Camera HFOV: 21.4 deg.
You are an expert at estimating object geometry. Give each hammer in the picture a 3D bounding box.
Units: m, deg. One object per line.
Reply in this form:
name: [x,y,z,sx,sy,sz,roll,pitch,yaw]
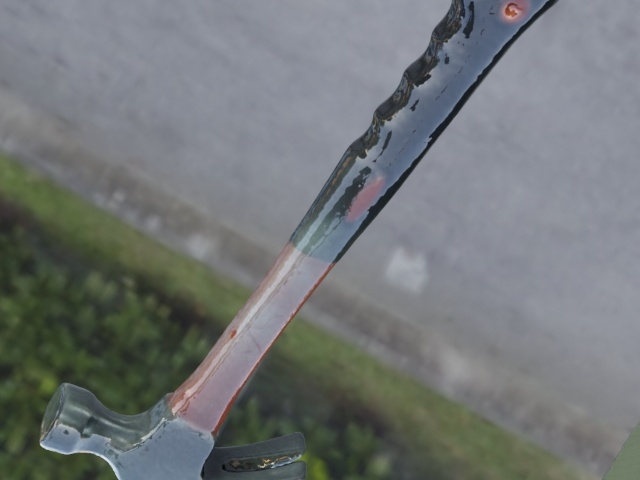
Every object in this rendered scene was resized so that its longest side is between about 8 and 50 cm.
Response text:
hammer: [0.000,0.000,0.698,0.111,0.287,0.033,27,-156,-20]

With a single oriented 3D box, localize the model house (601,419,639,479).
model house: [0.234,0.101,0.741,0.205,0.218,0.278,23,132,18]
